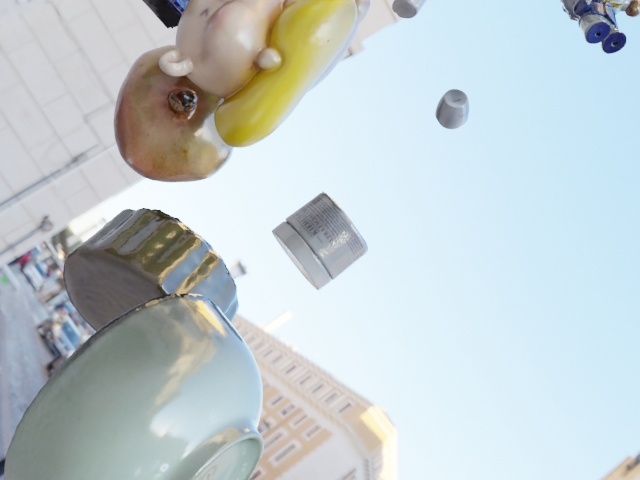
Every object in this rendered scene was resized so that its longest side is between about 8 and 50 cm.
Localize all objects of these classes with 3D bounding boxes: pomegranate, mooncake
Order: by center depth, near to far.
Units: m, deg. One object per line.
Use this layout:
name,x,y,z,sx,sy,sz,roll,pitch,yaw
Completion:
mooncake,-0.275,0.084,1.317,0.290,0.161,0.290,20,-42,19
pomegranate,-0.261,-0.230,1.428,0.229,0.252,0.270,15,-12,-9

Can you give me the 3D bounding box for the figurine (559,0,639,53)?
figurine,0.584,-0.485,1.630,0.133,0.194,0.274,-57,-141,45

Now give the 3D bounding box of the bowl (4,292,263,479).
bowl,-0.197,0.261,1.006,0.185,0.354,0.354,36,-23,24

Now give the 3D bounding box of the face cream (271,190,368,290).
face cream,0.000,0.000,1.757,0.177,0.153,0.177,50,-6,7

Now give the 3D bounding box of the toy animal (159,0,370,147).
toy animal,-0.082,-0.340,1.202,0.247,0.345,0.277,41,-38,-5

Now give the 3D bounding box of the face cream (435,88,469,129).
face cream,0.357,-0.354,2.100,0.091,0.091,0.095,48,-20,23

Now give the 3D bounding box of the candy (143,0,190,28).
candy,-0.323,-0.492,1.300,0.061,0.088,0.312,-16,-41,30

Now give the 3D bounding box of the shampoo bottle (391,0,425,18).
shampoo bottle,0.238,-0.583,1.673,0.056,0.227,0.086,36,-9,-19
